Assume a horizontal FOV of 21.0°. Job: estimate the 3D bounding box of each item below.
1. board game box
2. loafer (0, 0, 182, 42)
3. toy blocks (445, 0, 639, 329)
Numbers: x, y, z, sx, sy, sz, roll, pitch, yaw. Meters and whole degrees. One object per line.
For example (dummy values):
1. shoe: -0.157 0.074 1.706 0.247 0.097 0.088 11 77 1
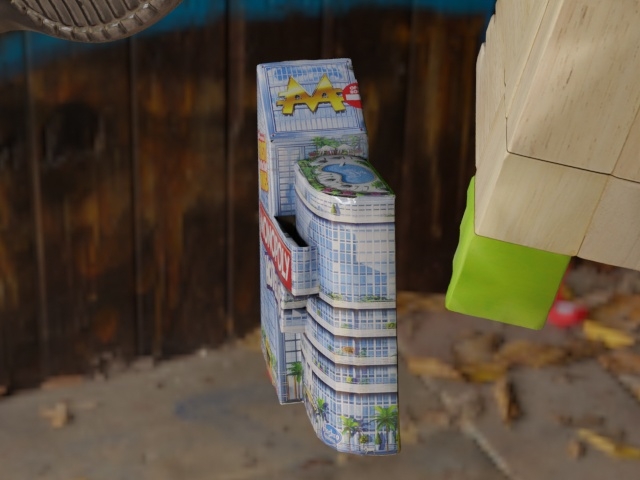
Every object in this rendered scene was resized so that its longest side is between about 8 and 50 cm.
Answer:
1. board game box: 0.000 0.000 0.991 0.060 0.194 0.194 -5 15 -7
2. loafer: -0.219 -0.245 1.393 0.365 0.134 0.130 4 40 42
3. toy blocks: 0.155 -0.180 0.792 0.190 0.381 0.261 12 38 -4
